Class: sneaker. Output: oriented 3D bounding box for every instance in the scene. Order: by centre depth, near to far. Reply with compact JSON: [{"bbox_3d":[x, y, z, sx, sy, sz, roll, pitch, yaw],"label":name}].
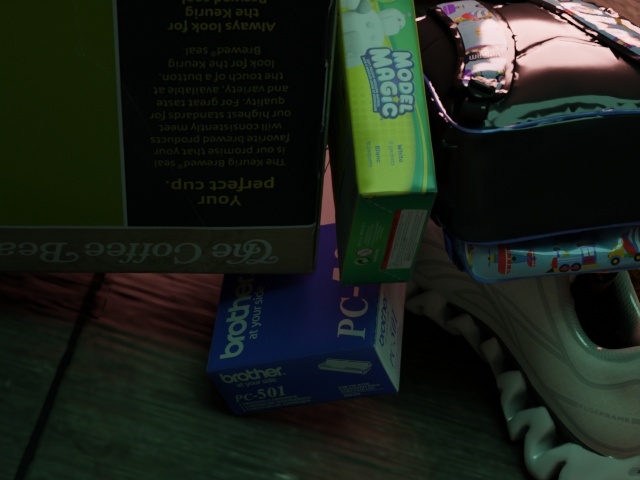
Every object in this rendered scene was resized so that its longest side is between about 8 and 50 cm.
[{"bbox_3d":[0.117,0.017,0.842,0.110,0.118,0.292,-18,53,-36],"label":"sneaker"}]

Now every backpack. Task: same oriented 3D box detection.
[{"bbox_3d":[0.118,-0.069,0.774,0.158,0.116,0.173,-8,30,-10],"label":"backpack"}]

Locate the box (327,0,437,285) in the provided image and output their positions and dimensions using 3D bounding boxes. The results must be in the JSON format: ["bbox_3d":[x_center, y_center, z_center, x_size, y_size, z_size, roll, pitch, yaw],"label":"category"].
[{"bbox_3d":[0.026,-0.078,0.730,0.043,0.105,0.179,-3,64,-7],"label":"box"}]

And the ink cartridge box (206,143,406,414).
[{"bbox_3d":[0.000,0.000,0.806,0.097,0.046,0.207,-10,45,18],"label":"ink cartridge box"}]

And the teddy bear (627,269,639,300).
[{"bbox_3d":[0.274,0.009,0.906,0.338,0.113,0.245,44,32,23],"label":"teddy bear"}]

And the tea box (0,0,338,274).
[{"bbox_3d":[-0.159,-0.164,0.706,0.329,0.323,0.220,1,43,-5],"label":"tea box"}]
